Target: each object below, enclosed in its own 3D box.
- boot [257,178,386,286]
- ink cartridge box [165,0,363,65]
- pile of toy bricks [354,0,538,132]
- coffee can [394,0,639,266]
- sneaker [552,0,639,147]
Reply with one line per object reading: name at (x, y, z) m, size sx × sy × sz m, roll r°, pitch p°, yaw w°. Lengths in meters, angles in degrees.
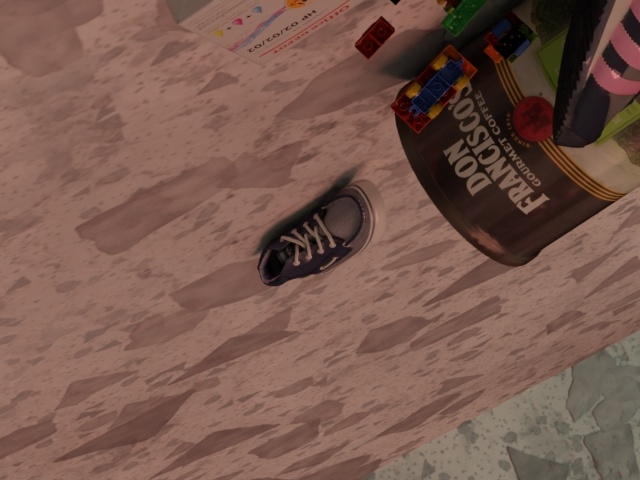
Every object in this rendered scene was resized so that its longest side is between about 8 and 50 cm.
boot at (0.000, 0.000, 1.944) m, size 0.086 × 0.069 × 0.190 m, roll -21°, pitch 165°, yaw -27°
ink cartridge box at (-0.034, -0.186, 1.323) m, size 0.104 × 0.062 × 0.181 m, roll -31°, pitch 164°, yaw 16°
pile of toy bricks at (0.121, -0.197, 1.494) m, size 0.212 × 0.118 × 0.105 m, roll -46°, pitch -174°, yaw 9°
coffee can at (0.234, -0.132, 1.652) m, size 0.275 × 0.201 × 0.201 m, roll -36°, pitch 161°, yaw 27°
sneaker at (0.265, -0.164, 1.406) m, size 0.131 × 0.112 × 0.319 m, roll 11°, pitch 150°, yaw -4°
